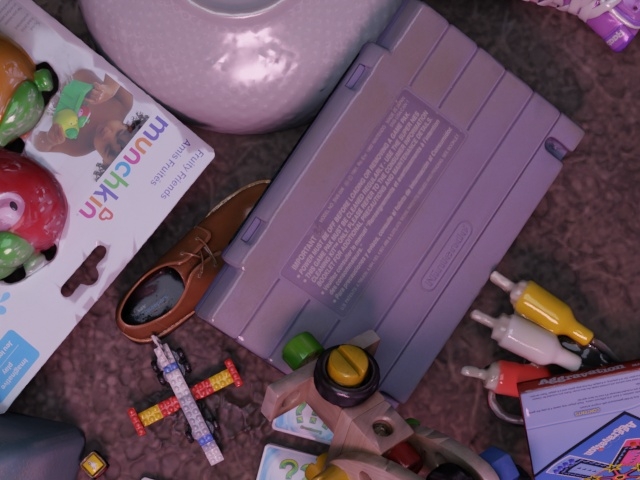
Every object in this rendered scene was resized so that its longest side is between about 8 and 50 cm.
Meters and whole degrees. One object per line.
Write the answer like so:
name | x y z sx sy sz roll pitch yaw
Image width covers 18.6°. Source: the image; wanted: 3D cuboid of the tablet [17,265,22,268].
tablet | -0.321 0.011 1.911 0.083 0.006 0.054 -29 84 0

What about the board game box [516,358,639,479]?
board game box | 0.334 0.175 1.825 0.281 0.027 0.145 -11 107 1

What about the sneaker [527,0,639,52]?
sneaker | 0.227 -0.246 1.842 0.282 0.102 0.161 -18 89 -13

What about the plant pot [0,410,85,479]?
plant pot | -0.377 0.264 1.766 0.247 0.252 0.248 13 86 3

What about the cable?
cable | 0.271 0.133 1.837 0.287 0.072 0.139 18 91 4

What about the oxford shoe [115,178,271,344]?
oxford shoe | -0.109 0.021 1.866 0.212 0.076 0.076 -44 82 -4

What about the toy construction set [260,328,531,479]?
toy construction set | 0.008 0.228 1.745 0.309 0.257 0.237 -40 74 -8

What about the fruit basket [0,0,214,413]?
fruit basket | -0.335 -0.070 1.835 0.353 0.165 0.327 40 88 8

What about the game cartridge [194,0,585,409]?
game cartridge | 0.064 -0.022 1.821 0.230 0.068 0.355 36 87 -20

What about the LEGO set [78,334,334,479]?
LEGO set | -0.102 0.203 1.858 0.244 0.060 0.182 15 82 5

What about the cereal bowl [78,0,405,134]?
cereal bowl | -0.075 -0.273 1.861 0.339 0.141 0.339 0 85 3
